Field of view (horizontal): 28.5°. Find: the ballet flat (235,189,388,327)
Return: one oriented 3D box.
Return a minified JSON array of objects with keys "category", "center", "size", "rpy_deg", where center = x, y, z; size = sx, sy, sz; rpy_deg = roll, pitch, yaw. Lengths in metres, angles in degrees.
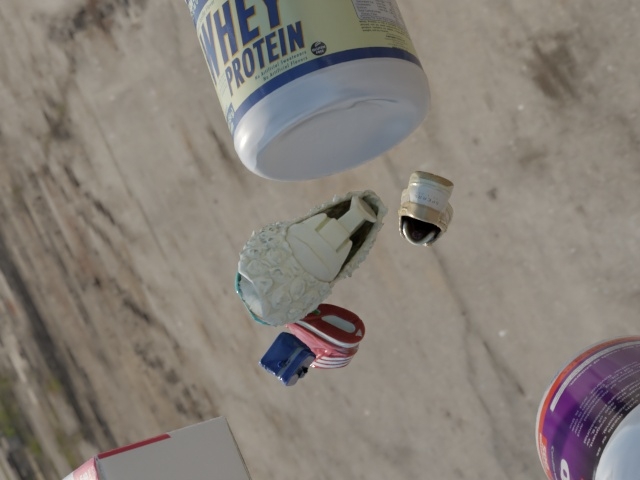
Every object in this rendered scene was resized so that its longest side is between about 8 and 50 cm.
[{"category":"ballet flat","center":[0.000,0.000,1.866],"size":[0.147,0.147,0.409],"rpy_deg":[66,-156,-8]}]

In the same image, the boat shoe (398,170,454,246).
[{"category":"boat shoe","center":[0.109,-0.024,1.362],"size":[0.063,0.059,0.170],"rpy_deg":[18,167,10]}]

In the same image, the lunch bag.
[{"category":"lunch bag","center":[-0.046,0.184,1.924],"size":[0.065,0.067,0.098],"rpy_deg":[36,-178,10]}]

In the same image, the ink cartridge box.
[{"category":"ink cartridge box","center":[-0.250,0.346,1.626],"size":[0.283,0.207,0.117],"rpy_deg":[-37,71,45]}]

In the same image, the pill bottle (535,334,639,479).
[{"category":"pill bottle","center":[0.295,0.188,1.038],"size":[0.323,0.181,0.181],"rpy_deg":[-111,-3,-85]}]

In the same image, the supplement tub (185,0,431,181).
[{"category":"supplement tub","center":[-0.028,-0.259,1.484],"size":[0.235,0.235,0.325],"rpy_deg":[112,141,-65]}]

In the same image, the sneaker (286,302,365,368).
[{"category":"sneaker","center":[-0.041,0.138,2.021],"size":[0.221,0.087,0.128],"rpy_deg":[32,139,15]}]
